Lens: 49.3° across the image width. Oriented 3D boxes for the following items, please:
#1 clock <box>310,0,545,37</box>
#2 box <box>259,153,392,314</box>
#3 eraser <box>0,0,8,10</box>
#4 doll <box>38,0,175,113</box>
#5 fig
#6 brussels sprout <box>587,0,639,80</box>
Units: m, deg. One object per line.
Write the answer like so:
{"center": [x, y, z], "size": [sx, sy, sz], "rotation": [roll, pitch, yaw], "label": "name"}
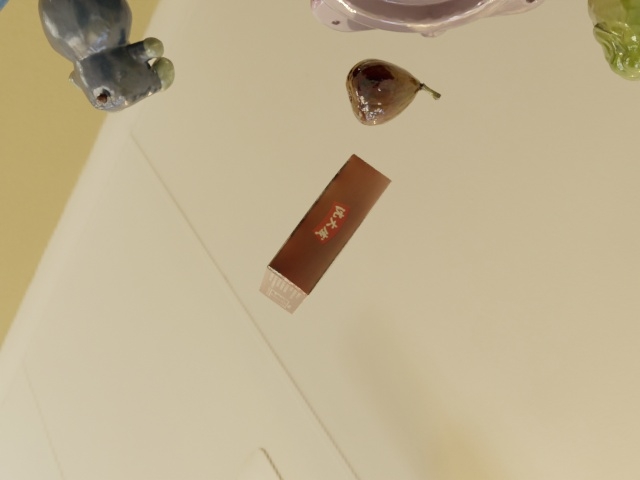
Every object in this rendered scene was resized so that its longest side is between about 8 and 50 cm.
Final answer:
{"center": [0.101, -0.334, 0.736], "size": [0.295, 0.322, 0.114], "rotation": [-1, -100, 16], "label": "clock"}
{"center": [0.000, 0.000, 1.775], "size": [0.122, 0.385, 0.345], "rotation": [36, -104, 1], "label": "box"}
{"center": [-0.508, -0.374, 0.850], "size": [0.311, 0.043, 0.144], "rotation": [27, -105, 6], "label": "eraser"}
{"center": [-0.408, -0.363, 1.283], "size": [0.228, 0.154, 0.259], "rotation": [-12, -70, 29], "label": "doll"}
{"center": [0.099, -0.204, 0.934], "size": [0.089, 0.125, 0.089], "rotation": [168, -90, -82], "label": "fig"}
{"center": [0.605, -0.416, 1.191], "size": [0.273, 0.242, 0.317], "rotation": [-35, -157, 35], "label": "brussels sprout"}
